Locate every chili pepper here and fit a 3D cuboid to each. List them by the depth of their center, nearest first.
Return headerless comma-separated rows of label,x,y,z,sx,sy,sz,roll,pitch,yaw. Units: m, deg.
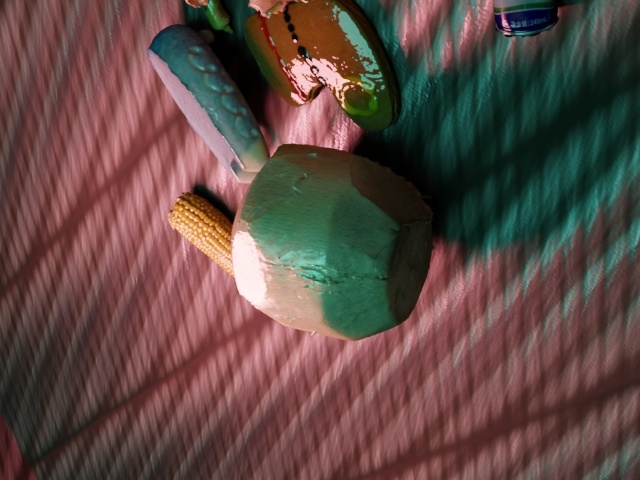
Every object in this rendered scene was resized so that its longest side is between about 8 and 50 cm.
chili pepper,-0.194,-0.465,2.112,0.049,0.043,0.208,30,138,39

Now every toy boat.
toy boat,-0.187,-0.265,2.202,0.330,0.123,0.215,53,170,2

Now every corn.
corn,-0.206,0.001,2.464,0.260,0.091,0.091,41,168,2

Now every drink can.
drink can,0.284,-0.416,1.684,0.097,0.097,0.235,13,130,35

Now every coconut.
coconut,0.000,0.000,2.078,0.360,0.346,0.346,13,130,24

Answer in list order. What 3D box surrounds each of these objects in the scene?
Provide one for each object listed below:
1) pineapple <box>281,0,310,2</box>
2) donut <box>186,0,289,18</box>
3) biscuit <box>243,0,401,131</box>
pineapple,-0.036,-0.524,1.716,0.352,0.352,0.300,20,143,29
donut,-0.155,-0.479,1.994,0.233,0.085,0.199,12,119,31
biscuit,-0.001,-0.299,2.065,0.277,0.052,0.262,-3,119,43
